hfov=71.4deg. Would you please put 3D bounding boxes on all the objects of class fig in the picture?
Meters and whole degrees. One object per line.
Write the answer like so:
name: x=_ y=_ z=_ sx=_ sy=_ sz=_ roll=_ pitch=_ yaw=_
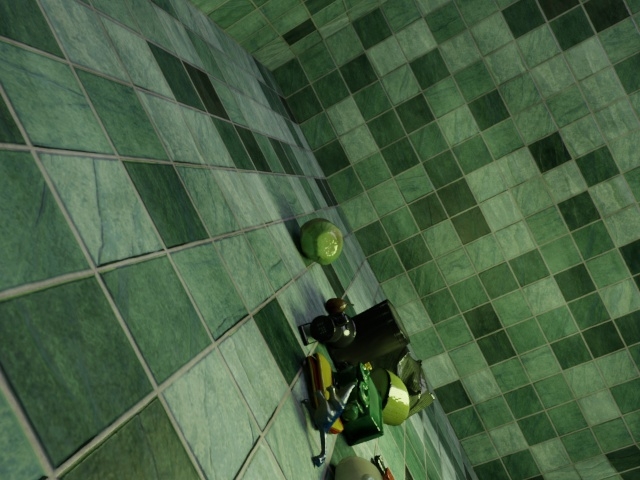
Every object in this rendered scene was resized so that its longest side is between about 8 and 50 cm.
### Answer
fig: x=0.090 y=0.295 z=2.034 sx=0.089 sy=0.125 sz=0.088 roll=-22 pitch=90 yaw=-77

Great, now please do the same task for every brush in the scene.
brush: x=0.276 y=0.956 z=1.646 sx=0.323 sy=0.051 sz=0.070 roll=62 pitch=6 yaw=9

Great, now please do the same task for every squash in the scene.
squash: x=0.256 y=0.621 z=1.794 sx=0.133 sy=0.220 sz=0.220 roll=20 pitch=33 yaw=-22

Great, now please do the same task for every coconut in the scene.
coconut: x=0.000 y=0.000 z=2.102 sx=0.236 sy=0.204 sz=0.236 roll=38 pitch=-3 yaw=2

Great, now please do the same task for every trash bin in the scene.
trash bin: x=0.191 y=0.397 z=1.845 sx=0.203 sy=0.302 sz=0.252 roll=55 pitch=12 yaw=-31

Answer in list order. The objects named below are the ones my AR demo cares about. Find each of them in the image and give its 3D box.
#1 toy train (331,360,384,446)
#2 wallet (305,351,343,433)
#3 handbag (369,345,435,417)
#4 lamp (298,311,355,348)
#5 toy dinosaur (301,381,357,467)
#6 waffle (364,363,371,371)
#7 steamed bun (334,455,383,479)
toy train: x=0.129 y=0.571 z=1.605 sx=0.201 sy=0.145 sz=0.266 roll=63 pitch=13 yaw=-14
wallet: x=0.009 y=0.505 z=1.464 sx=0.141 sy=0.067 sz=0.241 roll=54 pitch=20 yaw=-52
handbag: x=0.401 y=0.703 z=2.209 sx=0.247 sy=0.240 sz=0.340 roll=47 pitch=21 yaw=-38
lamp: x=0.041 y=0.332 z=1.678 sx=0.147 sy=0.172 sz=0.227 roll=70 pitch=13 yaw=19
toy dinosaur: x=0.049 y=0.532 z=1.335 sx=0.248 sy=0.075 sz=0.188 roll=-12 pitch=65 yaw=-35
waffle: x=0.177 y=0.517 z=2.034 sx=0.197 sy=0.070 sz=0.193 roll=57 pitch=9 yaw=-38
steamed bun: x=0.120 y=0.723 z=1.270 sx=0.228 sy=0.131 sz=0.177 roll=-57 pitch=125 yaw=-81
